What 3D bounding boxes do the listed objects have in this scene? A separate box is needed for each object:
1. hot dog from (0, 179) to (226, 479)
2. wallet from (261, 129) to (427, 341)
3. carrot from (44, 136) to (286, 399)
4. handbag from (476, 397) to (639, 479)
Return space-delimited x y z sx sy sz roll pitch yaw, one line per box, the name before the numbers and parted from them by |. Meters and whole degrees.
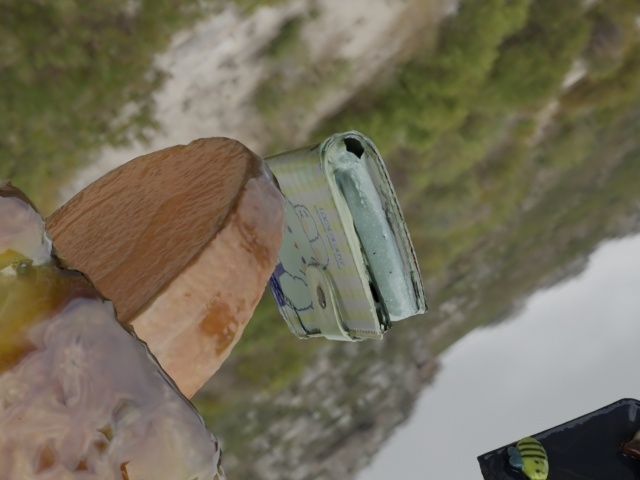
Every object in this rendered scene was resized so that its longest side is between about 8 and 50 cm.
hot dog | -0.271 0.110 0.637 0.365 0.367 0.196 -45 -164 -24
wallet | 0.000 0.000 1.697 0.077 0.223 0.309 -24 -174 -20
carrot | -0.155 0.040 1.272 0.307 0.100 0.258 -35 -146 11
handbag | 0.355 0.347 1.858 0.329 0.303 0.122 -11 139 -41
